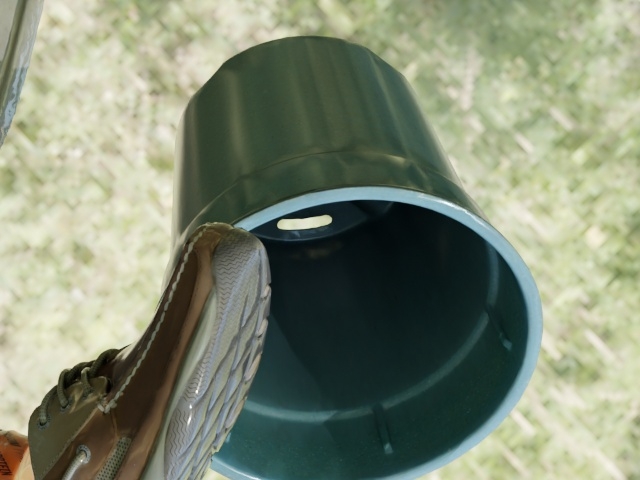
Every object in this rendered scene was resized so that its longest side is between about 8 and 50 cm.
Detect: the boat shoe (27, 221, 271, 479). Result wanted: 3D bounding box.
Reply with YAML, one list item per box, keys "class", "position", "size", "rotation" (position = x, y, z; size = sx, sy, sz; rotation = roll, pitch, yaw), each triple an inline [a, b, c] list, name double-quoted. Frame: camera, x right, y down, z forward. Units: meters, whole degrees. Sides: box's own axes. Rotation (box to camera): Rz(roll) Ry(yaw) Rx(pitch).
- class: "boat shoe"
  position: [-0.129, 0.128, 1.095]
  size: [0.324, 0.116, 0.123]
  rotation: [-67, 169, 19]

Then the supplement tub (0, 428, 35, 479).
- class: "supplement tub"
  position: [-0.422, 0.208, 1.487]
  size: [0.207, 0.338, 0.207]
  rotation: [13, 90, -88]

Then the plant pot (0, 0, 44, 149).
- class: "plant pot"
  position: [-0.359, -0.239, 1.242]
  size: [0.305, 0.334, 0.334]
  rotation: [10, 146, -18]

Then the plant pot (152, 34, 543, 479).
- class: "plant pot"
  position: [0.000, 0.000, 1.611]
  size: [0.341, 0.341, 0.334]
  rotation: [-47, -150, 23]
